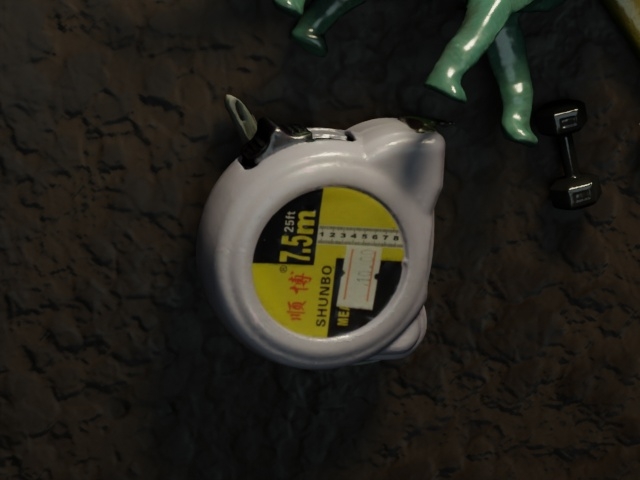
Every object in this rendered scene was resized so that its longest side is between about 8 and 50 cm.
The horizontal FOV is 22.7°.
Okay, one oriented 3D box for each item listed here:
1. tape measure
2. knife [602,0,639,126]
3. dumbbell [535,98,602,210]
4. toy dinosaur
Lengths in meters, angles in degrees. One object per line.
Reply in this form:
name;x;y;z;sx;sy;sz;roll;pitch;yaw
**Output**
tape measure;-0.003;-0.003;1.171;0.178;0.105;0.196;6;104;-16
knife;0.273;-0.096;1.218;0.061;0.027;0.343;-36;103;2
dumbbell;0.188;-0.065;1.211;0.036;0.040;0.083;-23;108;-33
toy dinosaur;0.108;-0.266;1.128;0.383;0.129;0.331;26;88;-4
